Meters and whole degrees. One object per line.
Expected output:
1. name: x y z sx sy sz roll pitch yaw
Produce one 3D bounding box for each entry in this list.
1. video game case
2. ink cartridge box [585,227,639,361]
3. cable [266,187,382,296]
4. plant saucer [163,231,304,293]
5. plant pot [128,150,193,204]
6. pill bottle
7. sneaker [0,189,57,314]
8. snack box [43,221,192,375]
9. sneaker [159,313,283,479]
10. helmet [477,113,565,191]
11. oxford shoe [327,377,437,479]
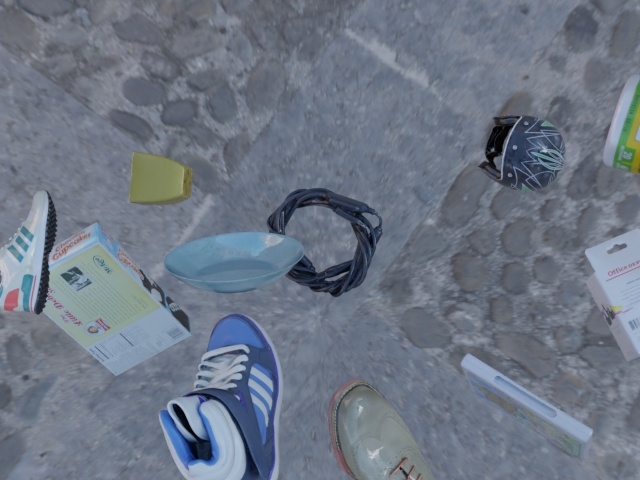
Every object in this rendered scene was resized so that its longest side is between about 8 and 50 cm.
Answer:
1. video game case: 0.295 0.241 1.342 0.193 0.212 0.023 31 81 22
2. ink cartridge box: 0.495 0.085 1.486 0.104 0.061 0.181 -22 74 -6
3. cable: 0.000 0.000 1.403 0.184 0.047 0.150 18 97 25
4. plant saucer: -0.117 0.036 1.297 0.195 0.195 0.037 -5 109 0
5. plant pot: -0.251 -0.096 1.505 0.083 0.081 0.081 4 89 9
6. pill bottle: 0.535 -0.138 1.316 0.246 0.136 0.136 19 85 19
7. sneaker: -0.363 0.010 1.133 0.075 0.057 0.161 2 67 -5
8. snack box: -0.413 0.121 1.820 0.187 0.322 0.060 -28 42 8
9. sneaker: -0.157 0.235 1.460 0.130 0.236 0.323 -16 63 17
10. helmet: 0.410 -0.175 1.890 0.169 0.161 0.169 -8 106 -28
11. oxford shoe: 0.144 0.401 1.605 0.140 0.146 0.397 -40 117 -22
